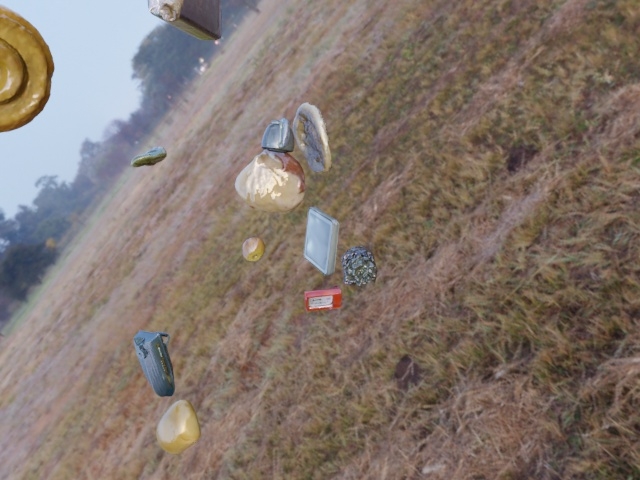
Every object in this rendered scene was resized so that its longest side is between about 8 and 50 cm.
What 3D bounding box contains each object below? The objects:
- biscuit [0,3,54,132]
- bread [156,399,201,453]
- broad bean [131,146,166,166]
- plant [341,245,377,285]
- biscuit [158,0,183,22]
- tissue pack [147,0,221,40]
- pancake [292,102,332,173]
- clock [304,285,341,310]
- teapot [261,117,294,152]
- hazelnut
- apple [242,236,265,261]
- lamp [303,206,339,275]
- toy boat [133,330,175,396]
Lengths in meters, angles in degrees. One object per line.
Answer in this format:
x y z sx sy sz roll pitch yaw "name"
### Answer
-0.748 -0.382 1.188 0.102 0.296 0.296 29 77 37 "biscuit"
-0.472 0.611 1.726 0.217 0.098 0.147 -49 57 39 "bread"
-0.808 -0.391 2.525 0.153 0.072 0.207 -24 16 15 "broad bean"
0.145 0.100 2.009 0.132 0.129 0.194 -9 17 7 "plant"
-0.362 -0.611 1.309 0.055 0.061 0.219 -16 49 12 "biscuit"
-0.466 -0.889 1.864 0.394 0.124 0.288 -38 -49 -76 "tissue pack"
-0.030 -0.394 2.073 0.049 0.282 0.282 -23 7 -21 "pancake"
0.008 0.242 2.238 0.113 0.155 0.061 91 170 -50 "clock"
-0.143 -0.350 1.766 0.149 0.111 0.108 -17 -66 -81 "teapot"
-0.183 -0.221 1.921 0.261 0.261 0.241 -56 -20 -19 "hazelnut"
-0.230 0.031 1.838 0.084 0.084 0.071 -40 58 32 "apple"
0.000 0.000 2.480 0.269 0.047 0.267 37 126 57 "lamp"
-0.499 0.382 1.640 0.093 0.246 0.103 1 23 31 "toy boat"
